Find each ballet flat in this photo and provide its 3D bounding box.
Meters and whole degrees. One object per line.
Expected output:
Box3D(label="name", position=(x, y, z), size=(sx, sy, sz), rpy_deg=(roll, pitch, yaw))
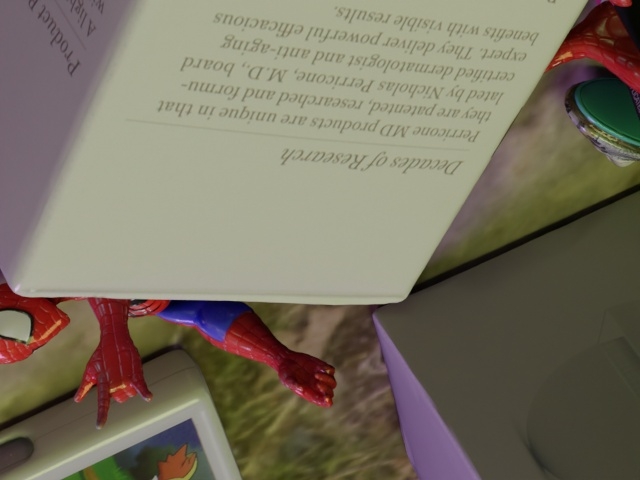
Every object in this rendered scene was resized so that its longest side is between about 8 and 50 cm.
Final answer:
Box3D(label="ballet flat", position=(0.147, -0.047, 0.852), size=(0.114, 0.041, 0.041), rpy_deg=(0, 132, -32))

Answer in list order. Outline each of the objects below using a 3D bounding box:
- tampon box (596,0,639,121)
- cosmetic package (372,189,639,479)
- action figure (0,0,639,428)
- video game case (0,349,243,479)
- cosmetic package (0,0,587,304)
Box3D(label="tampon box", position=(0.202, -0.088, 0.738), size=(0.101, 0.120, 0.161), rpy_deg=(-5, 156, -30))
Box3D(label="cosmetic package", position=(0.177, 0.099, 0.877), size=(0.224, 0.224, 0.138), rpy_deg=(-25, 141, -8))
Box3D(label="action figure", position=(0.000, 0.000, 0.721), size=(0.280, 0.139, 0.091), rpy_deg=(-25, 141, 5))
Box3D(label="video game case", position=(-0.159, 0.216, 0.935), size=(0.300, 0.036, 0.329), rpy_deg=(-25, 140, -8))
Box3D(label="cosmetic package", position=(-0.024, -0.097, 0.595), size=(0.151, 0.151, 0.184), rpy_deg=(2, 131, -36))
